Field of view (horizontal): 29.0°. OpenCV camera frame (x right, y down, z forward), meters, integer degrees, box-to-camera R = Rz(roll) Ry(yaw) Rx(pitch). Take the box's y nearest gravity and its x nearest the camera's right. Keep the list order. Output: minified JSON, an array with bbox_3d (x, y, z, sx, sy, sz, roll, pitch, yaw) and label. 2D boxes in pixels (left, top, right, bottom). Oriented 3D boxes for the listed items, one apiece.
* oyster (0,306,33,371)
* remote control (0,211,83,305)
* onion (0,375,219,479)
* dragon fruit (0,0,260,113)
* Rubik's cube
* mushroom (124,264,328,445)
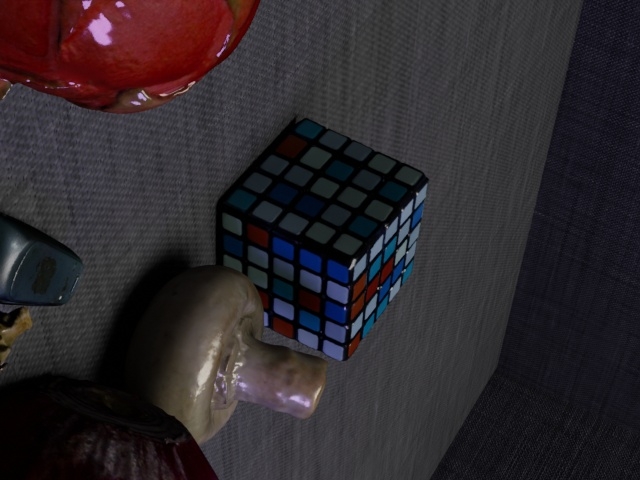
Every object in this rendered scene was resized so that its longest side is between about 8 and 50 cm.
[{"bbox_3d":[-0.335,0.147,0.927,0.345,0.078,0.129,-50,177,-44],"label":"oyster"},{"bbox_3d":[-0.256,0.016,1.006,0.072,0.042,0.222,-67,162,-2],"label":"remote control"},{"bbox_3d":[-0.207,0.285,1.165,0.282,0.260,0.337,-67,162,-10],"label":"onion"},{"bbox_3d":[-0.145,-0.197,0.764,0.241,0.241,0.252,-52,145,-35],"label":"dragon fruit"},{"bbox_3d":[0.000,0.000,1.474,0.187,0.184,0.182,-49,156,-38],"label":"Rubik's cube"},{"bbox_3d":[-0.114,0.143,1.338,0.206,0.209,0.206,-43,176,-4],"label":"mushroom"}]
